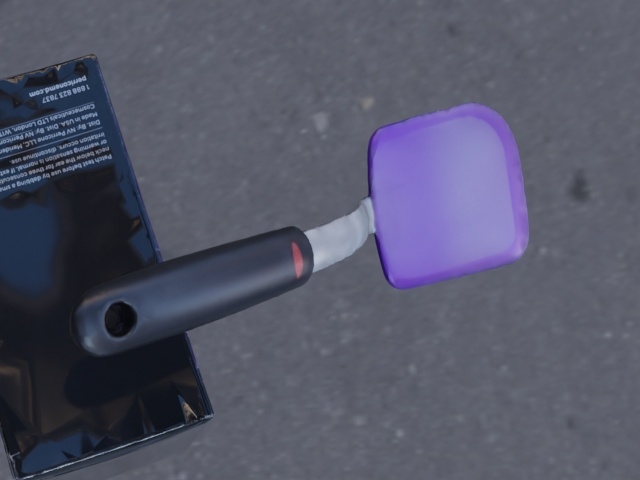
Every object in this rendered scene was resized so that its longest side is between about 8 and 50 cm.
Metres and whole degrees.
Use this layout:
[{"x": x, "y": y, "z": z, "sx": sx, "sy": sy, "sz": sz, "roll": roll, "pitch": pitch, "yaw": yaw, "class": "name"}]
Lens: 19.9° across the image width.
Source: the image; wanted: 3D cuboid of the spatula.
[{"x": 0.000, "y": 0.000, "z": 0.805, "sx": 0.296, "sy": 0.030, "sz": 0.084, "roll": -20, "pitch": 105, "yaw": -50, "class": "spatula"}]

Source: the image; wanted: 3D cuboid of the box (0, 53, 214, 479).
[{"x": -0.135, "y": 0.032, "z": 0.954, "sx": 0.103, "sy": 0.261, "sz": 0.184, "roll": -15, "pitch": 83, "yaw": -9, "class": "box"}]
